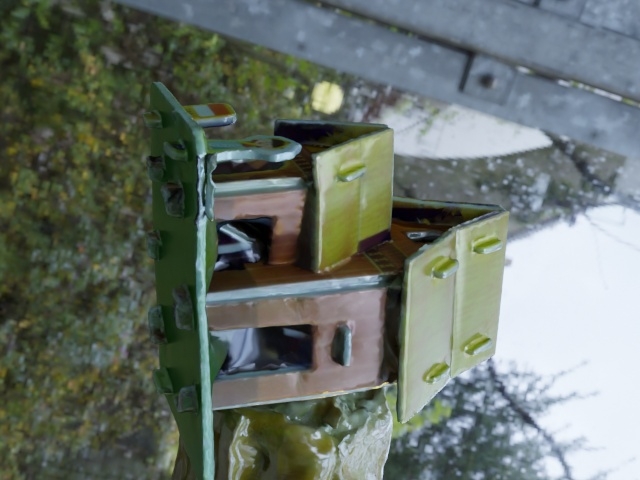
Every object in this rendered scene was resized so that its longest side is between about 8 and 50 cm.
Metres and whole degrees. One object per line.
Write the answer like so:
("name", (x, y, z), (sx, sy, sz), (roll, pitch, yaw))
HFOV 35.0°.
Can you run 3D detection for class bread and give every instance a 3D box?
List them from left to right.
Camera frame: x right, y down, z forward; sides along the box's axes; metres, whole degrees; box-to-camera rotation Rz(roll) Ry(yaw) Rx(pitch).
("bread", (-0.047, 0.245, 1.020), (0.196, 0.238, 0.252), (-72, 162, -75))

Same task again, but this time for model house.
("model house", (0.000, 0.000, 0.943), (0.340, 0.323, 0.300), (-131, -140, -63))
